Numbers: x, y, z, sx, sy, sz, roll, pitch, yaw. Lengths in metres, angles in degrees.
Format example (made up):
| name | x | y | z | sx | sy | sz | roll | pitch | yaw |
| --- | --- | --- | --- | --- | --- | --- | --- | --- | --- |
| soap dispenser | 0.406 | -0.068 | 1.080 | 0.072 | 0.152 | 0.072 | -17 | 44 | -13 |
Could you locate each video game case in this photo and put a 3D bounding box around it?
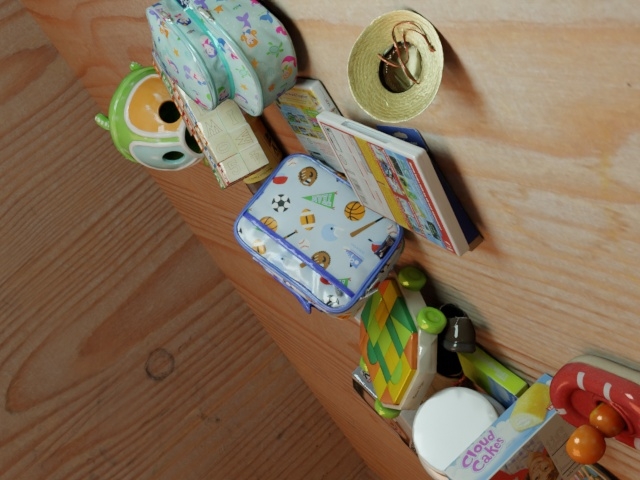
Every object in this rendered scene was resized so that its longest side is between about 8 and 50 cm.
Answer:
| name | x | y | z | sx | sy | sz | roll | pitch | yaw |
| --- | --- | --- | --- | --- | --- | --- | --- | --- | --- |
| video game case | -0.007 | -0.213 | 1.751 | 0.206 | 0.026 | 0.227 | 56 | 166 | -25 |
| video game case | 0.112 | -0.098 | 1.537 | 0.285 | 0.025 | 0.204 | 32 | 157 | 53 |

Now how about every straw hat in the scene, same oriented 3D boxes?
| name | x | y | z | sx | sy | sz | roll | pitch | yaw |
| --- | --- | --- | --- | --- | --- | --- | --- | --- | --- |
| straw hat | 0.111 | -0.227 | 1.243 | 0.144 | 0.144 | 0.061 | 46 | -153 | 15 |

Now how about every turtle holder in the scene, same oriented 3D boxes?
| name | x | y | z | sx | sy | sz | roll | pitch | yaw |
| --- | --- | --- | --- | --- | --- | --- | --- | --- | --- |
| turtle holder | -0.358 | -0.261 | 2.277 | 0.227 | 0.243 | 0.320 | 20 | 143 | 31 |

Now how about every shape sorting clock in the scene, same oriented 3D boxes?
| name | x | y | z | sx | sy | sz | roll | pitch | yaw |
| --- | --- | --- | --- | --- | --- | --- | --- | --- | --- |
| shape sorting clock | 0.570 | 0.518 | 1.881 | 0.206 | 0.040 | 0.206 | 45 | 166 | 15 |

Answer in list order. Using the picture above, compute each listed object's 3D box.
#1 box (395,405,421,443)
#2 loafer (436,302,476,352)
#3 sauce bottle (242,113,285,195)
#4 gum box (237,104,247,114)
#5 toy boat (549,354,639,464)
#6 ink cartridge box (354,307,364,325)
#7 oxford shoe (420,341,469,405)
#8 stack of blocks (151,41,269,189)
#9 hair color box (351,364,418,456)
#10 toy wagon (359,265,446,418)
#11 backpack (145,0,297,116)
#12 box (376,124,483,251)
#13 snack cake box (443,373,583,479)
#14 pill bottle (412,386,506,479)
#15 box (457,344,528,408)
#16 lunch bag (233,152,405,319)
| name | x | y | z | sx | sy | sz | roll | pitch | yaw |
| --- | --- | --- | --- | --- | --- | --- | --- | --- | --- |
| box | 0.274 | 0.451 | 2.436 | 0.170 | 0.130 | 0.091 | 54 | 165 | -18 |
| loafer | 0.255 | 0.161 | 1.866 | 0.080 | 0.078 | 0.220 | 7 | -173 | -17 |
| sauce bottle | -0.135 | -0.171 | 2.084 | 0.111 | 0.111 | 0.344 | 28 | 155 | 57 |
| gum box | -0.167 | -0.323 | 1.826 | 0.107 | 0.062 | 0.188 | 61 | 169 | 10 |
| toy boat | 0.429 | 0.275 | 1.432 | 0.151 | 0.151 | 0.231 | 55 | 165 | -20 |
| ink cartridge box | 0.196 | 0.252 | 2.223 | 0.160 | 0.092 | 0.219 | 31 | 157 | 54 |
| oxford shoe | 0.269 | 0.300 | 2.075 | 0.130 | 0.123 | 0.348 | 21 | 152 | 49 |
| stack of blocks | -0.216 | -0.251 | 1.827 | 0.297 | 0.087 | 0.171 | 62 | 169 | -3 |
| hair color box | 0.253 | 0.489 | 2.642 | 0.374 | 0.113 | 0.185 | 45 | 166 | 19 |
| toy wagon | 0.145 | 0.179 | 1.925 | 0.344 | 0.068 | 0.267 | -111 | 33 | -46 |
| backpack | -0.162 | -0.331 | 1.604 | 0.253 | 0.191 | 0.225 | 39 | 161 | 16 |
| box | 0.165 | -0.086 | 1.535 | 0.225 | 0.036 | 0.136 | 57 | 165 | -22 |
| snack cake box | 0.366 | 0.388 | 1.691 | 0.089 | 0.264 | 0.152 | 29 | 156 | 56 |
| pill bottle | 0.311 | 0.422 | 1.947 | 0.204 | 0.204 | 0.361 | 42 | 178 | 28 |
| box | 0.358 | 0.286 | 1.910 | 0.178 | 0.042 | 0.109 | 37 | 163 | 37 |
| lunch bag | 0.000 | 0.000 | 1.796 | 0.303 | 0.243 | 0.115 | 37 | 172 | 15 |
